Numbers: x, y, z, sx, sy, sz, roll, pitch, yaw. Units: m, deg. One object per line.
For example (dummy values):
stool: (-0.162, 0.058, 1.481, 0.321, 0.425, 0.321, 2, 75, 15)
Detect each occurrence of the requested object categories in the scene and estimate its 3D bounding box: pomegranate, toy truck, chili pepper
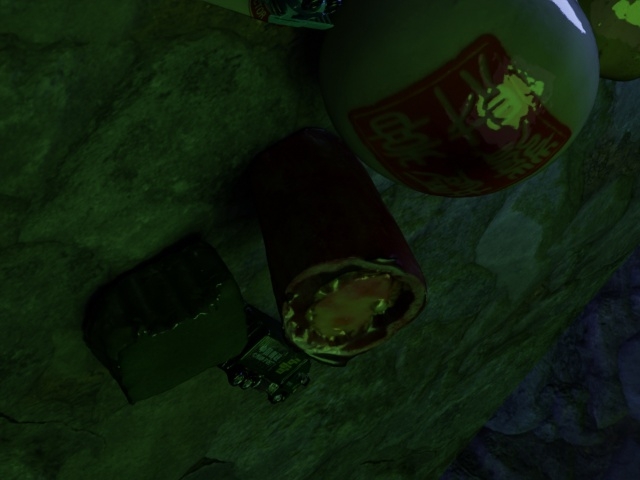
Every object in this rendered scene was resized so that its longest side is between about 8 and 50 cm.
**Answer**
pomegranate: (0.403, -0.357, 1.874, 0.319, 0.319, 0.319, -32, 152, -20)
toy truck: (-0.009, -0.283, 1.519, 0.074, 0.063, 0.136, -33, 163, 32)
chili pepper: (0.000, 0.000, 1.895, 0.251, 0.305, 0.229, 17, 126, -46)
toy truck: (-0.100, 0.202, 2.244, 0.121, 0.088, 0.259, -44, 152, 3)

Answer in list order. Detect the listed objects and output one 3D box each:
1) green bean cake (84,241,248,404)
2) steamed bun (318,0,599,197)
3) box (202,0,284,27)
green bean cake: (-0.228, 0.126, 1.915, 0.227, 0.125, 0.222, -31, 154, -17)
steamed bun: (0.179, -0.197, 1.706, 0.374, 0.241, 0.374, 6, 145, 4)
box: (-0.094, -0.364, 1.409, 0.214, 0.069, 0.353, -51, 155, 20)
